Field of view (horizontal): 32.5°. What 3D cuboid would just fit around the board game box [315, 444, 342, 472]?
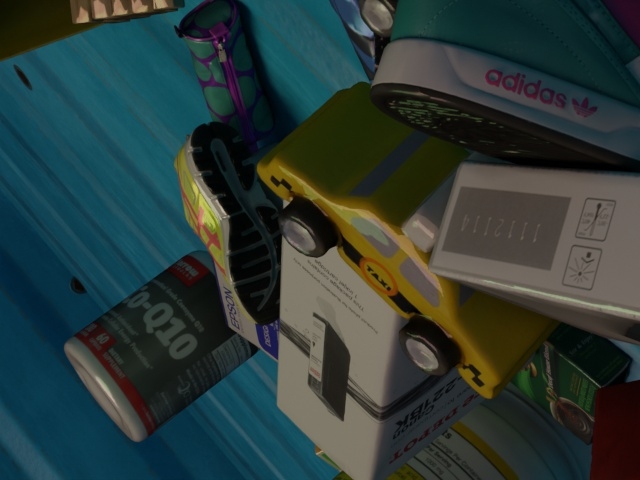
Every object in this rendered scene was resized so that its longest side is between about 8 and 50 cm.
[{"bbox_3d":[0.109,0.242,1.171,0.259,0.124,0.039,43,-151,-29],"label":"board game box"}]

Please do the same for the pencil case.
[{"bbox_3d":[-0.092,-0.163,1.095,0.070,0.064,0.151,-113,3,-46],"label":"pencil case"}]

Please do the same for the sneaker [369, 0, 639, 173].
[{"bbox_3d":[0.176,-0.107,0.522,0.296,0.178,0.124,16,177,-23],"label":"sneaker"}]

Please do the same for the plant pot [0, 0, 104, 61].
[{"bbox_3d":[-0.330,-0.331,1.157,0.187,0.212,0.212,63,162,9],"label":"plant pot"}]

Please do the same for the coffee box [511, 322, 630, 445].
[{"bbox_3d":[0.180,0.087,0.959,0.184,0.040,0.113,41,157,28],"label":"coffee box"}]

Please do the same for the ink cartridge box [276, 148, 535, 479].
[{"bbox_3d":[0.077,0.029,0.797,0.114,0.197,0.273,42,149,27],"label":"ink cartridge box"}]

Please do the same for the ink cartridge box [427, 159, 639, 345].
[{"bbox_3d":[0.238,0.037,0.479,0.261,0.066,0.296,19,176,-32],"label":"ink cartridge box"}]

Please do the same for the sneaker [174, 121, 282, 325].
[{"bbox_3d":[-0.089,-0.014,1.106,0.094,0.081,0.208,-14,96,58],"label":"sneaker"}]

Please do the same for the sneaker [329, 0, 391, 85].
[{"bbox_3d":[0.045,-0.169,0.793,0.209,0.069,0.082,62,178,-25],"label":"sneaker"}]

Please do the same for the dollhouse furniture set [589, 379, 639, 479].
[{"bbox_3d":[0.238,0.198,0.630,0.201,0.374,0.152,-16,122,28],"label":"dollhouse furniture set"}]

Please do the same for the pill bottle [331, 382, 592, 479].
[{"bbox_3d":[0.102,0.265,1.004,0.188,0.334,0.188,44,158,22],"label":"pill bottle"}]

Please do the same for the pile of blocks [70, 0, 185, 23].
[{"bbox_3d":[-0.210,-0.359,1.002,0.362,0.149,0.112,61,-157,1],"label":"pile of blocks"}]

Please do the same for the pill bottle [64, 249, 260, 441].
[{"bbox_3d":[-0.173,0.115,1.428,0.161,0.283,0.161,44,159,22],"label":"pill bottle"}]

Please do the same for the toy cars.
[{"bbox_3d":[0.051,-0.109,0.626,0.087,0.176,0.393,128,138,-64],"label":"toy cars"}]

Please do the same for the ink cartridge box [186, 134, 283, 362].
[{"bbox_3d":[-0.005,0.050,1.190,0.307,0.072,0.303,35,147,36],"label":"ink cartridge box"}]
